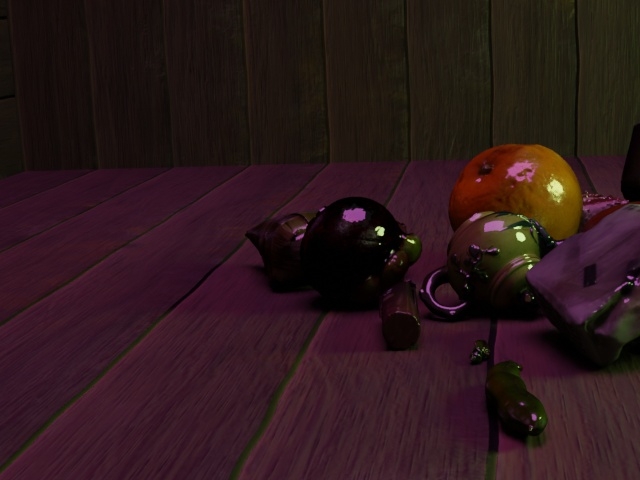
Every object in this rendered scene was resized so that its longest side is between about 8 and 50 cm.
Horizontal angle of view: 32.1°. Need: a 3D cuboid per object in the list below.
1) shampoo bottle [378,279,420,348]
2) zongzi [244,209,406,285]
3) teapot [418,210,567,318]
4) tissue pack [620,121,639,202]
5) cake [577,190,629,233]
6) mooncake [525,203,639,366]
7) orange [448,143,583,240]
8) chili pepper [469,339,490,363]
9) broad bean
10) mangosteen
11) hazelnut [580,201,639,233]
[{"bbox_3d":[0.130,0.112,1.805,0.068,0.067,0.236,-11,11,4],"label":"shampoo bottle"},{"bbox_3d":[0.000,0.000,2.242,0.286,0.138,0.300,-4,9,-20],"label":"zongzi"},{"bbox_3d":[0.301,0.057,1.876,0.269,0.173,0.182,-30,51,-13],"label":"teapot"},{"bbox_3d":[0.890,-0.155,2.491,0.370,0.210,0.198,10,-12,45],"label":"tissue pack"},{"bbox_3d":[0.543,-0.028,2.244,0.135,0.134,0.147,-9,6,-21],"label":"cake"},{"bbox_3d":[0.458,0.062,1.656,0.250,0.136,0.254,-33,22,-2],"label":"mooncake"},{"bbox_3d":[0.377,-0.061,2.145,0.261,0.261,0.261,-3,11,1],"label":"orange"},{"bbox_3d":[0.237,0.165,1.644,0.027,0.022,0.083,33,18,7],"label":"chili pepper"},{"bbox_3d":[0.243,0.196,1.413,0.065,0.046,0.254,10,11,0],"label":"broad bean"},{"bbox_3d":[0.063,0.023,1.988,0.210,0.210,0.210,-3,11,1],"label":"mangosteen"},{"bbox_3d":[0.539,0.036,1.859,0.210,0.210,0.186,-5,35,-11],"label":"hazelnut"}]
